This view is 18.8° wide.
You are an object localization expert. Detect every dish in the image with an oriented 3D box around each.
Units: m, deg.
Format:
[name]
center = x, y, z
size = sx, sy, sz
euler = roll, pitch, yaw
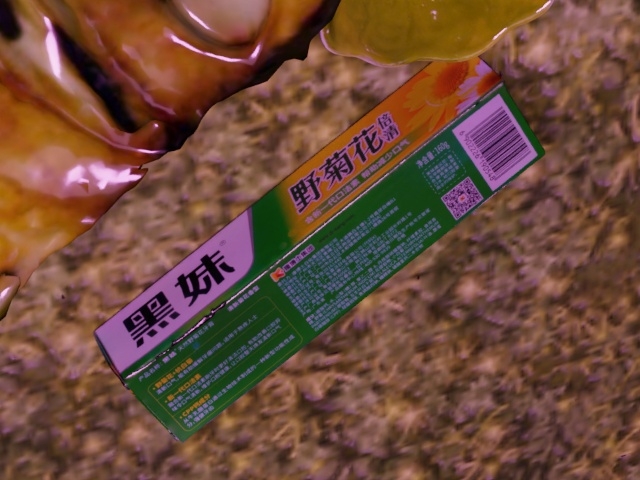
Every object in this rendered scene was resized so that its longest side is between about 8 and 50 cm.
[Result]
[dish]
center = 0.034, -0.128, 0.656
size = 0.091, 0.039, 0.137
euler = -10, 122, -15

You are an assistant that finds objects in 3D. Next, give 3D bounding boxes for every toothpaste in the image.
[toothpaste]
center = 0.000, 0.000, 0.719
size = 0.178, 0.037, 0.043
euler = -38, 132, 0

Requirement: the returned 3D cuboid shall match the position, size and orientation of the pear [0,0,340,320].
[pear]
center = -0.132, -0.119, 0.508
size = 0.255, 0.164, 0.238
euler = 35, 110, -32
